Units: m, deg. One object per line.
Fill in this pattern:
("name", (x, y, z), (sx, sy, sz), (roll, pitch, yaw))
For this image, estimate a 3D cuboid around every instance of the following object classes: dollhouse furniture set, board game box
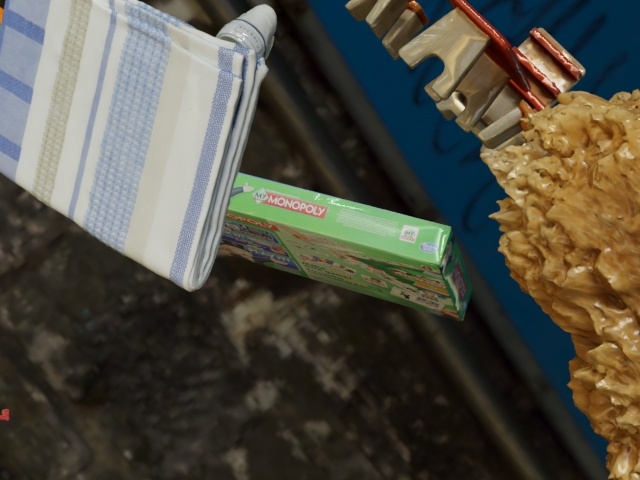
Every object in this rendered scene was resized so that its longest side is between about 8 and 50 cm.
("dollhouse furniture set", (0.164, -0.169, 1.230), (0.262, 0.135, 0.259), (48, 5, 17))
("board game box", (0.000, 0.000, 1.446), (0.317, 0.046, 0.213), (15, -15, 17))

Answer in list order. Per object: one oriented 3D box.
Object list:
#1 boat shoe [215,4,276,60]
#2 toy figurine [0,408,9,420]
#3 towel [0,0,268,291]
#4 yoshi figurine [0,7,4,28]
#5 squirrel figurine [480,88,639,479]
("boat shoe", (-0.105, -0.192, 1.536), (0.083, 0.076, 0.226), (44, -34, -6))
("toy figurine", (-0.458, 0.072, 1.296), (0.362, 0.191, 0.217), (31, -56, 3))
("towel", (-0.173, -0.105, 1.097), (0.285, 0.209, 0.034), (29, 24, 31))
("yoshi figurine", (-0.369, -0.135, 1.554), (0.362, 0.203, 0.203), (27, -45, 17))
("squirrel figurine", (0.304, -0.019, 0.732), (0.370, 0.397, 0.281), (80, -10, -47))
